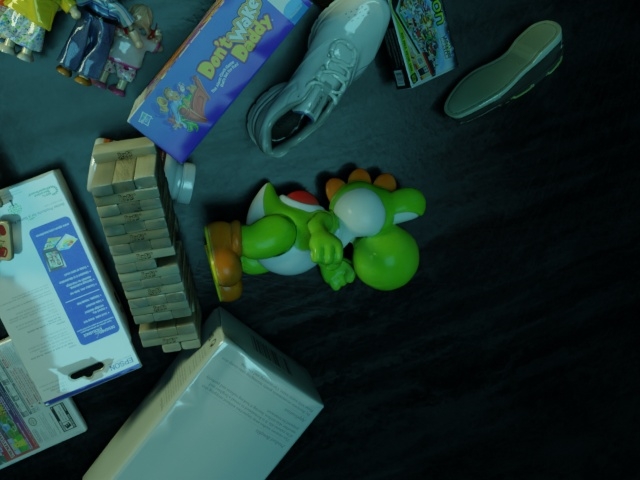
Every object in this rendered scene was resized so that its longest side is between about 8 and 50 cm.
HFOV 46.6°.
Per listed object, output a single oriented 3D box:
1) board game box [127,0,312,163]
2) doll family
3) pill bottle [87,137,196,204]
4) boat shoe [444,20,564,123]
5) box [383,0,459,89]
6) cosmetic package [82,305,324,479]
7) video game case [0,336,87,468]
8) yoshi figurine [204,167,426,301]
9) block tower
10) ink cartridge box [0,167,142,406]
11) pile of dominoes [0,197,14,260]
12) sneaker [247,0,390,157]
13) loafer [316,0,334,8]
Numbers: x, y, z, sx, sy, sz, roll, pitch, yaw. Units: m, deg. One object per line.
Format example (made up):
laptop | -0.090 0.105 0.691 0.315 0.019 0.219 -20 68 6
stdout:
board game box | -0.145 -0.238 0.978 0.078 0.347 0.233 39 93 -18
doll family | -0.339 -0.310 1.027 0.263 0.118 0.163 21 103 -23
pill bottle | -0.270 -0.100 1.125 0.152 0.086 0.086 10 103 -15
boat shoe | 0.306 -0.261 1.215 0.228 0.081 0.068 -38 138 2
box | 0.142 -0.352 1.153 0.114 0.036 0.207 -30 111 -29
cosmetic package | -0.201 0.334 1.226 0.217 0.156 0.385 39 95 -19
video game case | -0.509 0.264 1.205 0.183 0.023 0.201 -24 110 -6
yoshi figurine | 0.009 0.023 1.179 0.362 0.203 0.203 -15 124 -11
block tower | -0.252 0.018 1.101 0.091 0.097 0.335 -9 125 -2
ink cartridge box | -0.411 0.072 1.137 0.165 0.065 0.332 -21 101 -7
pile of dominoes | -0.567 -0.020 1.057 0.251 0.040 0.196 -21 102 15
sneaker | 0.006 -0.236 1.105 0.111 0.129 0.297 31 109 -22
loafer | -0.011 -0.420 1.110 0.220 0.080 0.078 35 72 -28
